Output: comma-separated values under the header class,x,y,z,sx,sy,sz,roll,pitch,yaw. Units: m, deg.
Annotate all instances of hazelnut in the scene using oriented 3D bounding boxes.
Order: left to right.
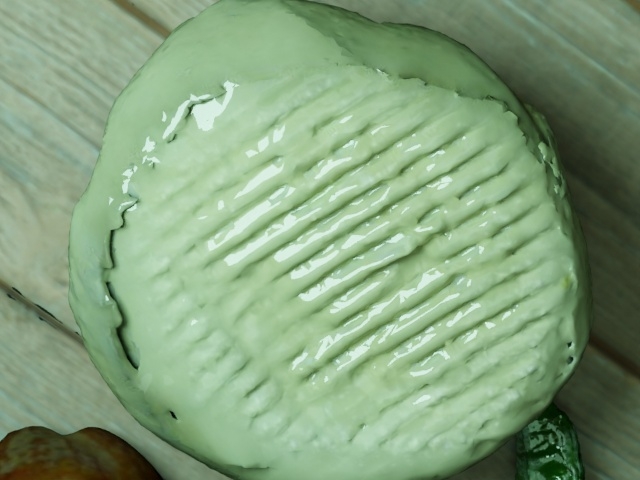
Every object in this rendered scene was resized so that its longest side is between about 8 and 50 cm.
class,x,y,z,sx,sy,sz,roll,pitch,yaw
hazelnut,-0.198,0.232,1.194,0.201,0.160,0.170,-11,120,-33

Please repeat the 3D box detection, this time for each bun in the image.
class,x,y,z,sx,sy,sz,roll,pitch,yaw
bun,0.000,0.000,1.100,0.359,0.211,0.360,-2,109,-6

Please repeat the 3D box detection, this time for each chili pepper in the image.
class,x,y,z,sx,sy,sz,roll,pitch,yaw
chili pepper,0.165,0.210,1.212,0.088,0.059,0.227,-8,100,9
